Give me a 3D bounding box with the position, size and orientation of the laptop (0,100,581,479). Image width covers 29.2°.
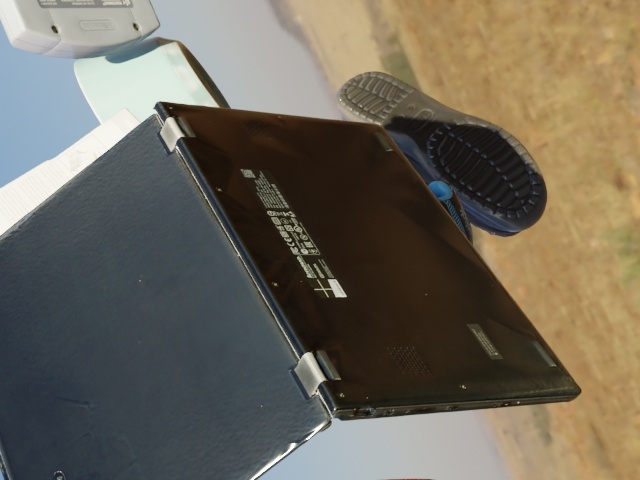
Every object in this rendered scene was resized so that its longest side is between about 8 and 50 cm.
[{"bbox_3d":[-0.067,0.083,1.092,0.382,0.408,0.236,58,133,38],"label":"laptop"}]

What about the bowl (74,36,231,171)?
[{"bbox_3d":[-0.252,-0.217,2.052,0.311,0.163,0.311,54,-174,-8],"label":"bowl"}]

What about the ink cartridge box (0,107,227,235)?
[{"bbox_3d":[-0.274,-0.010,1.561,0.296,0.261,0.066,43,161,37],"label":"ink cartridge box"}]

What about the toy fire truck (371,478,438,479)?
[{"bbox_3d":[0.161,0.316,1.210,0.254,0.302,0.169,138,134,-65],"label":"toy fire truck"}]

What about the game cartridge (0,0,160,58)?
[{"bbox_3d":[-0.377,-0.371,1.854,0.297,0.062,0.198,-16,-96,-55],"label":"game cartridge"}]

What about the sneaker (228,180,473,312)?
[{"bbox_3d":[0.000,0.000,1.353,0.125,0.341,0.139,-80,-18,-52],"label":"sneaker"}]

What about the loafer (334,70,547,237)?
[{"bbox_3d":[0.178,-0.116,1.789,0.366,0.134,0.130,40,156,30],"label":"loafer"}]
